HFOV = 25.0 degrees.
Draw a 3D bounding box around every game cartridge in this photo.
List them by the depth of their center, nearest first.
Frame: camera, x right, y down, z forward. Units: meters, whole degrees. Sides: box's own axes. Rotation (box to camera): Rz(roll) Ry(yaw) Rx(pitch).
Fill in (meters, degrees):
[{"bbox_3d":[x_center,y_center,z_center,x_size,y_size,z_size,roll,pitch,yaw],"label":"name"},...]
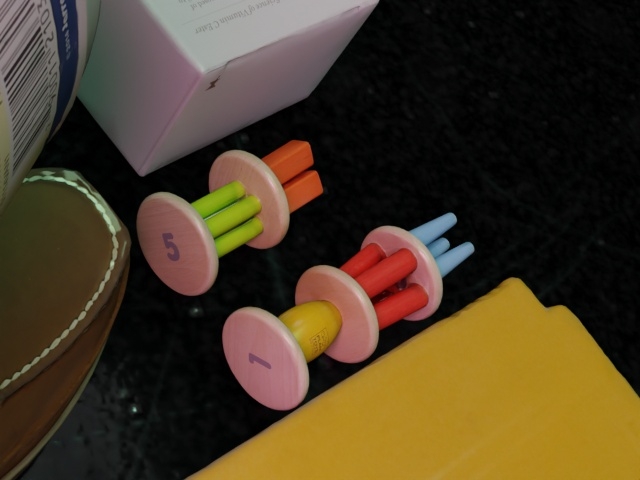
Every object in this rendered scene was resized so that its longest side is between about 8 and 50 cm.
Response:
[{"bbox_3d":[0.077,0.188,0.644,0.324,0.052,0.285,-27,75,-41],"label":"game cartridge"}]

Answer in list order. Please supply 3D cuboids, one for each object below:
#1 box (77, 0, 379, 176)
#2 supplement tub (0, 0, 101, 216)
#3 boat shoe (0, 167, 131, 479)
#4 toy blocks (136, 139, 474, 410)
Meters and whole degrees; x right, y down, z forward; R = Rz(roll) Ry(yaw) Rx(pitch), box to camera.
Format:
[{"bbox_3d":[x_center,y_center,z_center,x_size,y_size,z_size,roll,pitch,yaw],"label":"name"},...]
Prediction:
[{"bbox_3d":[-0.081,-0.141,0.736,0.130,0.091,0.170,-29,77,-40],"label":"box"},{"bbox_3d":[-0.216,-0.001,0.334,0.235,0.235,0.324,30,51,-9],"label":"supplement tub"},{"bbox_3d":[-0.185,0.064,0.523,0.122,0.120,0.324,46,50,4],"label":"boat shoe"},{"bbox_3d":[0.000,0.000,0.714,0.148,0.054,0.123,-31,79,-39],"label":"toy blocks"}]
